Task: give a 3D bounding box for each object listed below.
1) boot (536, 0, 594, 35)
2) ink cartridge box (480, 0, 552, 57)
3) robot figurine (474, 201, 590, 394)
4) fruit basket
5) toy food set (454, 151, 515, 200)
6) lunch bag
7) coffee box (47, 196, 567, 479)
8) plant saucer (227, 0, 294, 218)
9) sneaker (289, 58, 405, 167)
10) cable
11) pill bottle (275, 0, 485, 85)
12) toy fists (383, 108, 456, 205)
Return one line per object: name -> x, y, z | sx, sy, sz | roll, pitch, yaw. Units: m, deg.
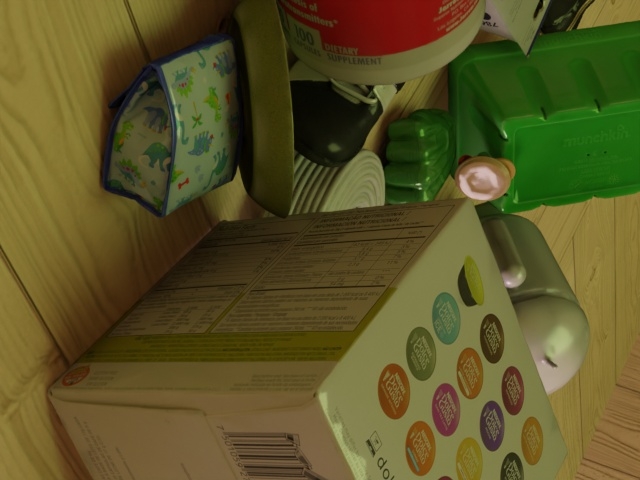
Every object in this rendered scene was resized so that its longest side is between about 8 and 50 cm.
boot -> 0.421, -0.446, 2.378 | 0.137, 0.077, 0.198 | 44, 64, -58
ink cartridge box -> 0.238, -0.409, 1.946 | 0.333, 0.065, 0.165 | 46, 63, -51
robot figurine -> 0.285, 0.101, 2.150 | 0.300, 0.199, 0.353 | 73, -3, -48
fruit basket -> 0.370, -0.209, 2.179 | 0.392, 0.392, 0.283 | -48, 144, -44
toy food set -> 0.232, -0.092, 2.011 | 0.020, 0.082, 0.083 | -76, -174, -48
lunch bag -> -0.137, -0.118, 1.353 | 0.129, 0.096, 0.151 | -36, 147, -53
coffee box -> 0.003, 0.188, 1.447 | 0.334, 0.338, 0.338 | -48, 123, -45
plant saucer -> -0.065, -0.140, 1.430 | 0.241, 0.037, 0.241 | 174, -90, -80
sneaker -> 0.056, -0.224, 1.617 | 0.146, 0.122, 0.330 | -50, -171, 49
cable -> 0.000, 0.000, 1.720 | 0.257, 0.089, 0.257 | 64, 47, -64
pill bottle -> 0.042, -0.372, 1.402 | 0.229, 0.229, 0.408 | -57, 152, -31
toy fists -> 0.126, -0.049, 1.980 | 0.142, 0.096, 0.279 | -53, 152, -64
